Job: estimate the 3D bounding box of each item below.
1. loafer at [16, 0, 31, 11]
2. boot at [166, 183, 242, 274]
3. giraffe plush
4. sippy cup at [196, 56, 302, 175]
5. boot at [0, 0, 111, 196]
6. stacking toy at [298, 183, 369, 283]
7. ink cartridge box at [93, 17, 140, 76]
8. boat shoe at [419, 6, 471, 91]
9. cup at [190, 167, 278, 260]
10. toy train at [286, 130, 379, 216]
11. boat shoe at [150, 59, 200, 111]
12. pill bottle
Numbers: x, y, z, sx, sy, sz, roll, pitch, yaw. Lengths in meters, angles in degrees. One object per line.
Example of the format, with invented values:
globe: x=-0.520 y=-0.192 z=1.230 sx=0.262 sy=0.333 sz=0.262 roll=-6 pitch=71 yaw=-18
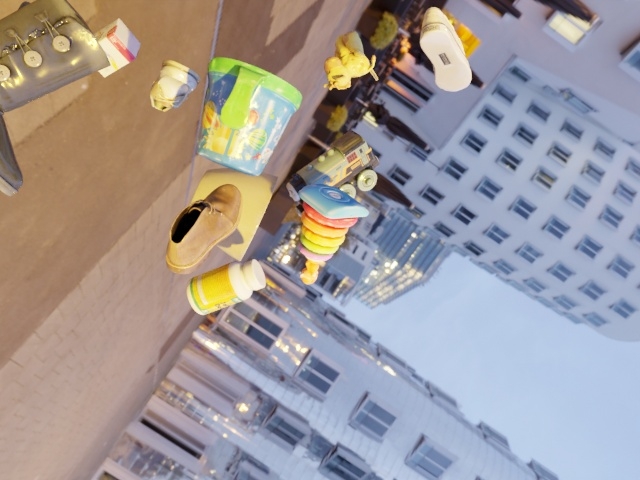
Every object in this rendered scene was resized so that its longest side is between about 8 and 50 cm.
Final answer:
loafer: x=-1.037 y=-0.761 z=1.632 sx=0.148 sy=0.056 sz=0.050 roll=-39 pitch=-170 yaw=13
boot: x=-0.272 y=-0.060 z=1.145 sx=0.115 sy=0.112 sz=0.305 roll=100 pitch=11 yaw=-45
giraffe plush: x=0.084 y=-0.630 z=1.721 sx=0.170 sy=0.210 sz=0.181 roll=-36 pitch=168 yaw=-16
sippy cup: x=-0.188 y=-0.283 z=1.132 sx=0.305 sy=0.239 sz=0.224 roll=15 pitch=95 yaw=-61
boot: x=-0.761 y=-0.386 z=1.248 sx=0.445 sy=0.367 sz=0.146 roll=-40 pitch=-151 yaw=-20
stacking toy: x=0.000 y=0.000 z=1.382 sx=0.175 sy=0.165 sz=0.302 roll=-7 pitch=125 yaw=-41
ink cartridge box: x=-0.850 y=-0.780 z=1.908 sx=0.176 sy=0.127 sz=0.128 roll=-22 pitch=-131 yaw=16
boat shoe: x=0.317 y=-0.479 z=1.195 sx=0.096 sy=0.267 sz=0.088 roll=-6 pitch=-109 yaw=34
cup: x=-0.323 y=-0.124 z=1.659 sx=0.331 sy=0.236 sz=0.331 roll=-61 pitch=-168 yaw=21
toy train: x=0.042 y=-0.214 z=1.565 sx=0.333 sy=0.190 sz=0.142 roll=-35 pitch=-141 yaw=-5
boat shoe: x=-0.428 y=-0.437 z=1.361 sx=0.302 sy=0.113 sz=0.104 roll=15 pitch=-97 yaw=66
pill bottle: x=-0.271 y=0.130 z=1.364 sx=0.208 sy=0.118 sz=0.117 roll=-21 pitch=-169 yaw=10
